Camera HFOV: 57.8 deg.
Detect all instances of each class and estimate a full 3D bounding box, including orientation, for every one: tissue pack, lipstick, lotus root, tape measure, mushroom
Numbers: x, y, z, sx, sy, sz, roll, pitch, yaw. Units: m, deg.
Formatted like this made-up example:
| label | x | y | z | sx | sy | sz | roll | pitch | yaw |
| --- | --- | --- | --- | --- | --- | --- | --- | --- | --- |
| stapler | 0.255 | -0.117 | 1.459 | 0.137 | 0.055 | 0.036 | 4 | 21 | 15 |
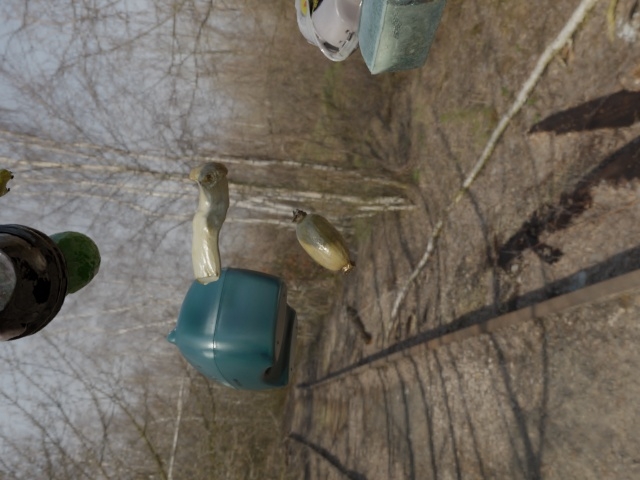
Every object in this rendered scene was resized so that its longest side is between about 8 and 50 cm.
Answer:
| label | x | y | z | sx | sy | sz | roll | pitch | yaw |
| --- | --- | --- | --- | --- | --- | --- | --- | --- | --- |
| tissue pack | -0.160 | 0.174 | 1.115 | 0.287 | 0.206 | 0.198 | 81 | -166 | -65 |
| lipstick | 0.089 | -0.276 | 0.546 | 0.289 | 0.077 | 0.077 | 95 | 163 | -69 |
| lotus root | 0.000 | 0.000 | 1.000 | 0.062 | 0.150 | 0.073 | -41 | -8 | -15 |
| tape measure | 0.033 | -0.409 | 0.924 | 0.197 | 0.120 | 0.236 | 41 | 119 | 57 |
| mushroom | -0.183 | -0.027 | 0.937 | 0.054 | 0.059 | 0.201 | 1 | -85 | -51 |

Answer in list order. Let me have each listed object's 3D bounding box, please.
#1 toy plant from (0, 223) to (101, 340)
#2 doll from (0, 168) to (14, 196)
| label | x | y | z | sx | sy | sz | roll | pitch | yaw |
| --- | --- | --- | --- | --- | --- | --- | --- | --- | --- |
| toy plant | -0.466 | 0.059 | 0.899 | 0.175 | 0.218 | 0.235 | 62 | 175 | -2 |
| doll | -0.984 | -0.117 | 1.672 | 0.135 | 0.143 | 0.220 | -49 | 19 | 35 |
